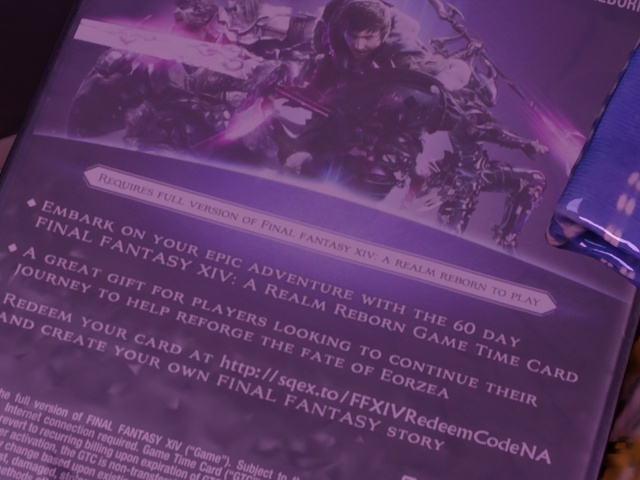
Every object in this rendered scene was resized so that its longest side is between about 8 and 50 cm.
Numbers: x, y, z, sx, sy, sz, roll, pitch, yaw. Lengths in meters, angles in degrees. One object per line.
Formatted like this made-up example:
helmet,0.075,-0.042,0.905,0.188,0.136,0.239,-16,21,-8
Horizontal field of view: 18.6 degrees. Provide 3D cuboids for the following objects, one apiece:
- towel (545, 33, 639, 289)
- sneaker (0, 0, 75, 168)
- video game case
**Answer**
towel,0.247,-0.022,0.431,0.336,0.040,0.243,28,72,9
sneaker,-0.078,-0.102,0.680,0.222,0.118,0.083,-24,52,10
video game case,0.000,0.000,0.587,0.196,0.026,0.274,16,64,7
